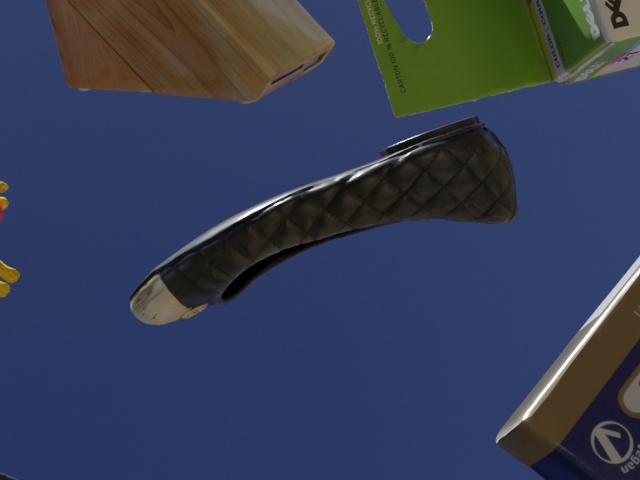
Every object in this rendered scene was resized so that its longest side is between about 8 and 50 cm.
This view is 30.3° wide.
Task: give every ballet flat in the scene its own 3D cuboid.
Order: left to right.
[{"bbox_3d":[0.000,0.000,0.496,0.173,0.057,0.049,-23,-90,5],"label":"ballet flat"}]

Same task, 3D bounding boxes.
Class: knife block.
[{"bbox_3d":[-0.138,-0.234,0.874,0.088,0.275,0.242,-38,-52,-46],"label":"knife block"}]

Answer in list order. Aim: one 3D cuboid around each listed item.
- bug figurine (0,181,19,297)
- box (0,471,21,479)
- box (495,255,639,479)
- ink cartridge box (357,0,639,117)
[{"bbox_3d":[-0.357,-0.012,0.803,0.216,0.072,0.279,-45,-49,10],"label":"bug figurine"},{"bbox_3d":[-0.134,0.217,0.380,0.293,0.296,0.073,23,-48,-9],"label":"box"},{"bbox_3d":[0.185,0.086,0.380,0.136,0.225,0.036,-47,-8,-23],"label":"box"},{"bbox_3d":[0.154,-0.207,0.825,0.255,0.097,0.189,-15,-97,-16],"label":"ink cartridge box"}]
